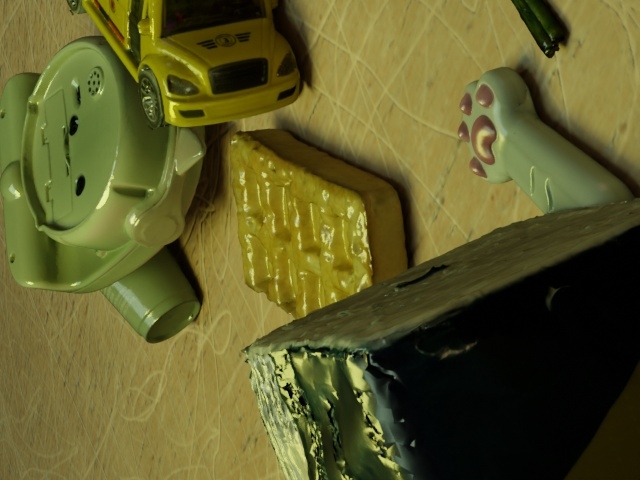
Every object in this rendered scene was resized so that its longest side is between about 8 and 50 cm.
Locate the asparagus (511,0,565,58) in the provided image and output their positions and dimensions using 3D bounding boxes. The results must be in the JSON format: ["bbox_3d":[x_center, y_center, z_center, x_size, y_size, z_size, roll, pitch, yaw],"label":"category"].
[{"bbox_3d":[0.116,-0.222,1.344,0.233,0.022,0.023,58,180,29],"label":"asparagus"}]

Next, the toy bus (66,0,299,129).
[{"bbox_3d":[-0.140,-0.242,1.745,0.330,0.144,0.152,52,147,44],"label":"toy bus"}]

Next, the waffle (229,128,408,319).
[{"bbox_3d":[0.000,0.000,1.692,0.274,0.057,0.168,31,131,57],"label":"waffle"}]

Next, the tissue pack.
[{"bbox_3d":[0.156,0.211,1.173,0.253,0.264,0.416,-10,102,64],"label":"tissue pack"}]

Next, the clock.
[{"bbox_3d":[-0.234,-0.104,1.980,0.324,0.109,0.265,-29,61,46],"label":"clock"}]

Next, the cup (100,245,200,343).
[{"bbox_3d":[-0.210,0.043,2.122,0.141,0.120,0.120,52,149,24],"label":"cup"}]

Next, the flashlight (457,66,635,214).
[{"bbox_3d":[0.161,-0.051,1.318,0.200,0.048,0.093,49,147,45],"label":"flashlight"}]
